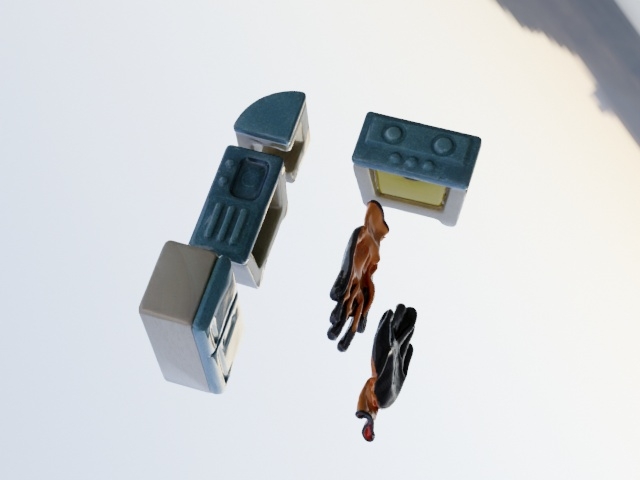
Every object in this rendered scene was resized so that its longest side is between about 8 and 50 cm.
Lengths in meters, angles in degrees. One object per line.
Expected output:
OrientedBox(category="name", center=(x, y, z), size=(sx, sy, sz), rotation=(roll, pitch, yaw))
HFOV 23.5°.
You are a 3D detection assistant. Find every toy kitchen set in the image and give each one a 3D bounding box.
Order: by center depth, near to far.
OrientedBox(category="toy kitchen set", center=(0.000, 0.000, 1.007), size=(0.122, 0.166, 0.207), rotation=(83, -156, -64))

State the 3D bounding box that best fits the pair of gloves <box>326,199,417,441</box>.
OrientedBox(category="pair of gloves", center=(0.023, 0.034, 0.647), size=(0.074, 0.010, 0.083), rotation=(-66, -33, -46))
